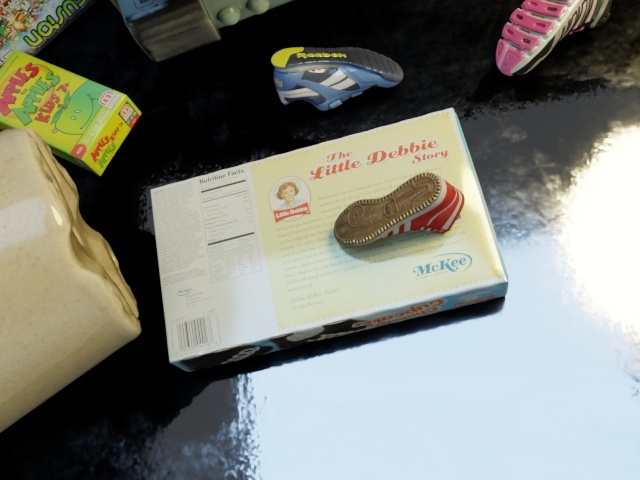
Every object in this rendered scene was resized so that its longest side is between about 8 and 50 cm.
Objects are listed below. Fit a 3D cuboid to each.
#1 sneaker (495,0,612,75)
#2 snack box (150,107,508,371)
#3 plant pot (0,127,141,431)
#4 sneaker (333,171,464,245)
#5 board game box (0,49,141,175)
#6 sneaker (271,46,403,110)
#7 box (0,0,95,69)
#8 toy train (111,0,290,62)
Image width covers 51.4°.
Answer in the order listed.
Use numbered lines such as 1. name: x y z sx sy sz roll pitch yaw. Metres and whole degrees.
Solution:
1. sneaker: 0.256 -0.235 0.691 0.170 0.075 0.063 -53 40 12
2. snack box: 0.000 0.000 0.657 0.322 0.060 0.187 -14 68 7
3. plant pot: -0.348 0.058 0.595 0.305 0.334 0.334 -29 66 -11
4. sneaker: 0.073 -0.021 0.600 0.118 0.067 0.042 -24 67 34
5. board game box: -0.316 -0.155 0.796 0.181 0.043 0.092 24 77 20
6. sneaker: 0.018 -0.176 0.730 0.144 0.059 0.053 1 37 -3
7. box: -0.373 -0.296 0.823 0.207 0.114 0.036 -46 52 -6
8. toy train: -0.106 -0.344 0.781 0.334 0.142 0.190 -20 80 1
